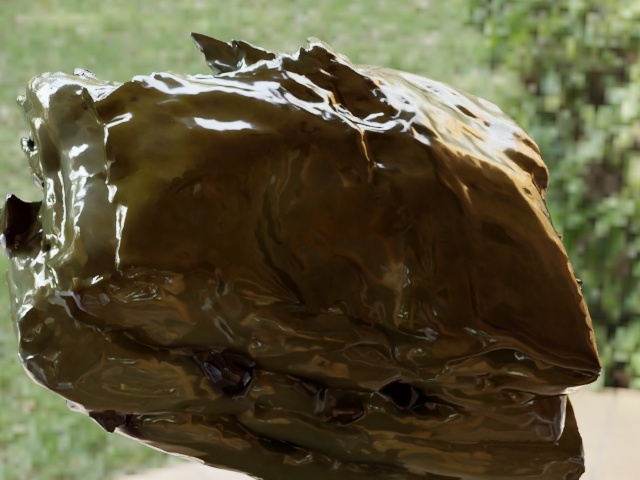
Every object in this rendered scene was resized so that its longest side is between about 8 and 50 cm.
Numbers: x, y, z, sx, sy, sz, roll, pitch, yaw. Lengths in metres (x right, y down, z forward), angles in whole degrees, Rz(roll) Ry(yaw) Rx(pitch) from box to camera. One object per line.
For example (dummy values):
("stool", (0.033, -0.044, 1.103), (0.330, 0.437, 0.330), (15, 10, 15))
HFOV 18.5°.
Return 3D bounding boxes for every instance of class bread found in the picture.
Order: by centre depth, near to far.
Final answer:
("bread", (0.000, 0.000, 1.091), (0.370, 0.191, 0.314), (28, 28, -31))

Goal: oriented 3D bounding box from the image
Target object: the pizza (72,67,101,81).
("pizza", (-0.137, -0.078, 1.331), (0.029, 0.099, 0.100), (-25, -6, -15))
